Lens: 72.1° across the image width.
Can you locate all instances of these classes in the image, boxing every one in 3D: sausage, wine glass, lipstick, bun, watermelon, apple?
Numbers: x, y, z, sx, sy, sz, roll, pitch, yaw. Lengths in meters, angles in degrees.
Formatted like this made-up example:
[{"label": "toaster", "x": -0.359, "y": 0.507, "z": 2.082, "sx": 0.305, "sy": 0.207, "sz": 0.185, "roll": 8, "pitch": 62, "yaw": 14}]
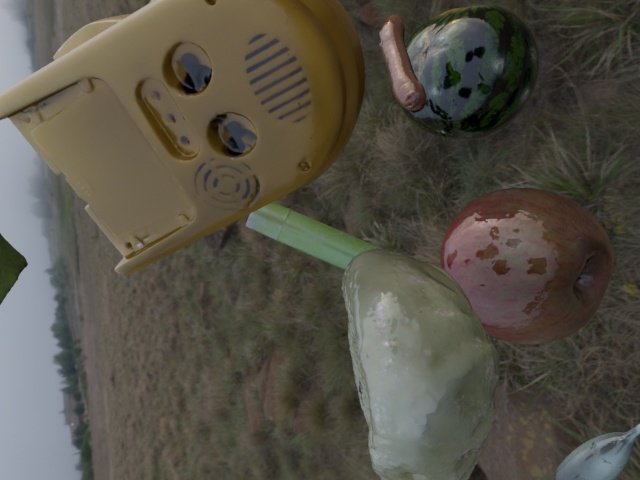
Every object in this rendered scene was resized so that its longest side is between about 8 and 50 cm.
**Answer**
[{"label": "sausage", "x": 0.113, "y": -0.255, "z": 0.628, "sx": 0.043, "sy": 0.043, "sz": 0.186, "roll": 129, "pitch": 142, "yaw": -50}, {"label": "wine glass", "x": 0.425, "y": 0.299, "z": 0.633, "sx": 0.066, "sy": 0.066, "sz": 0.198, "roll": 54, "pitch": 125, "yaw": 40}, {"label": "lipstick", "x": 0.000, "y": 0.000, "z": 0.915, "sx": 0.076, "sy": 0.304, "sz": 0.076, "roll": -156, "pitch": 90, "yaw": -87}, {"label": "bun", "x": 0.095, "y": 0.115, "z": 0.421, "sx": 0.231, "sy": 0.133, "sz": 0.231, "roll": 171, "pitch": 90, "yaw": -88}, {"label": "watermelon", "x": 0.278, "y": -0.318, "z": 0.849, "sx": 0.269, "sy": 0.269, "sz": 0.269, "roll": 15, "pitch": 107, "yaw": 57}, {"label": "apple", "x": 0.420, "y": 0.050, "z": 0.886, "sx": 0.269, "sy": 0.344, "sz": 0.345, "roll": -11, "pitch": 86, "yaw": 46}]

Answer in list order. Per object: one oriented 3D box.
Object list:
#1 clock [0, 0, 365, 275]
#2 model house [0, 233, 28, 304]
[{"label": "clock", "x": -0.112, "y": -0.130, "z": 0.449, "sx": 0.244, "sy": 0.317, "sz": 0.200, "roll": 59, "pitch": -156, "yaw": -27}, {"label": "model house", "x": -0.582, "y": 0.030, "z": 0.605, "sx": 0.195, "sy": 0.214, "sz": 0.189, "roll": -92, "pitch": -3, "yaw": -53}]
